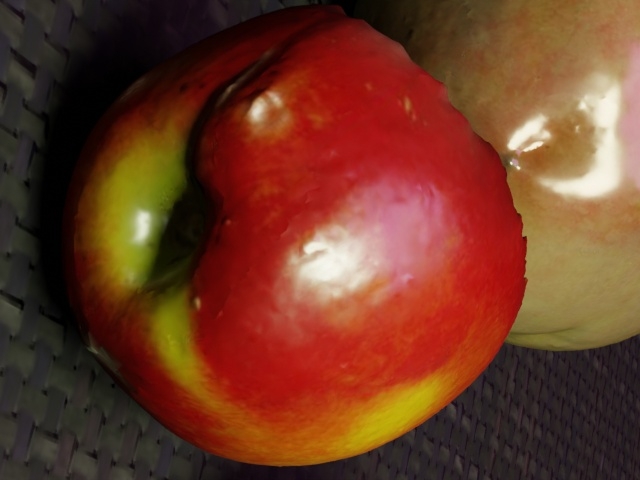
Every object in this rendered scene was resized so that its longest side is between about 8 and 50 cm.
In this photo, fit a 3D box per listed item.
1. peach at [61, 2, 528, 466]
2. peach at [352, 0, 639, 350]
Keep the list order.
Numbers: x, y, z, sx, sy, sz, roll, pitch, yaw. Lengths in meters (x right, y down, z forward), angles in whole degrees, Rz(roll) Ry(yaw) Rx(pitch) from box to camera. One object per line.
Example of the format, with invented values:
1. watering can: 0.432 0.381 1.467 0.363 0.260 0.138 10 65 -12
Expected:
1. peach: 0.000 0.000 0.646 0.226 0.190 0.196 6 78 -55
2. peach: 0.137 -0.077 0.831 0.292 0.247 0.292 3 90 -85
